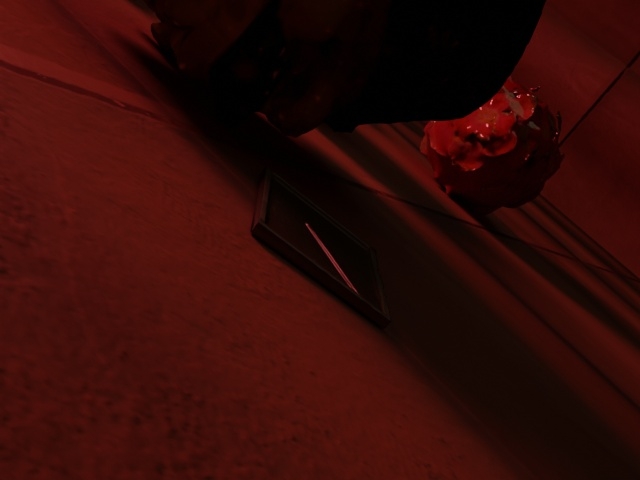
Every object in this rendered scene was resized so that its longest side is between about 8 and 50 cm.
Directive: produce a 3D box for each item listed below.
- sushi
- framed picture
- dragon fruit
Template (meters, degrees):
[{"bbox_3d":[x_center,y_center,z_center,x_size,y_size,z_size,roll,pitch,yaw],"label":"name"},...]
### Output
[{"bbox_3d":[-0.013,-0.235,0.785,0.285,0.328,0.329,-21,59,-31],"label":"sushi"},{"bbox_3d":[0.000,0.000,0.662,0.109,0.011,0.149,36,14,-11],"label":"framed picture"},{"bbox_3d":[0.267,-0.143,1.449,0.205,0.210,0.268,15,6,26],"label":"dragon fruit"}]
